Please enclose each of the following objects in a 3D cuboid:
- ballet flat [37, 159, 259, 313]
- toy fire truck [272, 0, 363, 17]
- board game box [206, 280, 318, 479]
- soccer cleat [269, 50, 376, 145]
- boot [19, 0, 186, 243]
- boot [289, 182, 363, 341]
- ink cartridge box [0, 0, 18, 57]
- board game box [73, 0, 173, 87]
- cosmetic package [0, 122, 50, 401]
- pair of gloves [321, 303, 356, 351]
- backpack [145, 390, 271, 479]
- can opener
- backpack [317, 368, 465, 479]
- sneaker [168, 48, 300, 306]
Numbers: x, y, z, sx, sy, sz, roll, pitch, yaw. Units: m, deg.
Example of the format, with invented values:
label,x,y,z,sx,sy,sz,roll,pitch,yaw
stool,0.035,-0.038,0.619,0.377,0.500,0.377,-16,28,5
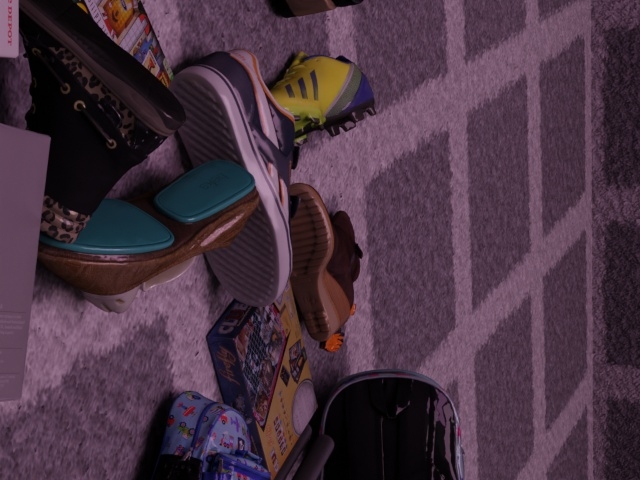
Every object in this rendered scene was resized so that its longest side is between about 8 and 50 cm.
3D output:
label,x,y,z,sx,sy,sz,roll,pitch,yaw
ballet flat,-0.192,0.007,1.417,0.342,0.116,0.124,-28,145,-55
toy fire truck,-0.002,-0.448,1.724,0.246,0.159,0.217,59,41,-34
board game box,-0.073,0.179,1.771,0.165,0.042,0.243,-54,141,-49
soccer cleat,-0.025,-0.197,1.794,0.289,0.093,0.121,-19,81,-59
boot,-0.264,-0.128,1.231,0.178,0.236,0.085,-49,180,18
boot,0.000,0.000,1.887,0.207,0.090,0.248,-65,149,-60
ink cartridge box,-0.323,-0.202,1.115,0.143,0.090,0.092,-8,102,-66
board game box,-0.233,-0.228,1.381,0.136,0.030,0.259,-63,147,-36
cosmetic package,-0.317,0.015,1.122,0.107,0.127,0.237,6,87,-65
pair of gloves,0.029,0.129,2.000,0.074,0.010,0.083,11,99,-67
backpack,-0.131,0.272,1.579,0.158,0.117,0.173,50,47,-58
can opener,-0.071,0.371,1.803,0.283,0.076,0.095,-55,173,-49
backpack,0.104,0.317,1.971,0.191,0.225,0.253,-49,137,-85
sneaker,-0.083,-0.079,1.610,0.127,0.126,0.321,-45,132,-47
